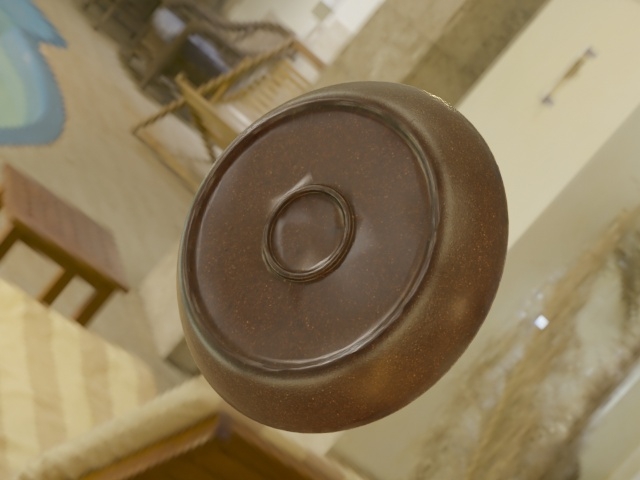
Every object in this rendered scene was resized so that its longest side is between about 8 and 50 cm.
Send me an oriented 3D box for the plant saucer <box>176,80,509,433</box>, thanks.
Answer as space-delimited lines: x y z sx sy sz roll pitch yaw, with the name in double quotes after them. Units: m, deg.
0.000 0.000 0.584 0.168 0.168 0.029 48 6 35 "plant saucer"
